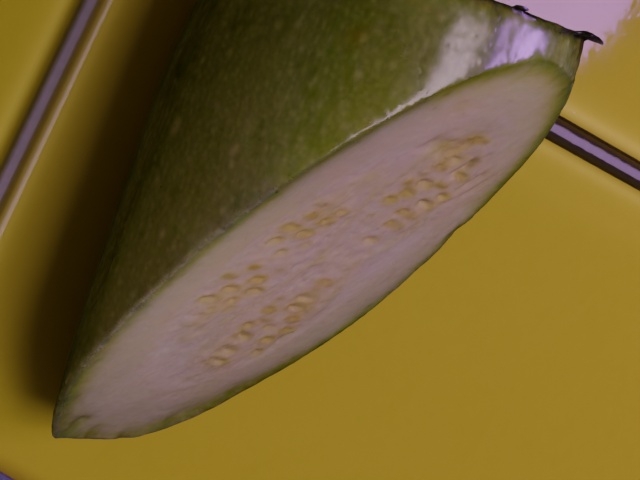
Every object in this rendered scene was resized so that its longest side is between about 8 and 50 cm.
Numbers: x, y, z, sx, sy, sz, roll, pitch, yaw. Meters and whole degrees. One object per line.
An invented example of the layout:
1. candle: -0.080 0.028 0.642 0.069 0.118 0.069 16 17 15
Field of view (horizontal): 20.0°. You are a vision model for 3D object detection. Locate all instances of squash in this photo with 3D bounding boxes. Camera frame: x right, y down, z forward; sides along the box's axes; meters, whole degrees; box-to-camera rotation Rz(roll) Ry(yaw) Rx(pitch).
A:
1. squash: 0.000 0.000 0.838 0.189 0.189 0.260 15 95 -40

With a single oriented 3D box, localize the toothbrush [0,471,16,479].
1. toothbrush: -0.134 0.135 0.892 0.413 0.035 0.042 36 88 -41
